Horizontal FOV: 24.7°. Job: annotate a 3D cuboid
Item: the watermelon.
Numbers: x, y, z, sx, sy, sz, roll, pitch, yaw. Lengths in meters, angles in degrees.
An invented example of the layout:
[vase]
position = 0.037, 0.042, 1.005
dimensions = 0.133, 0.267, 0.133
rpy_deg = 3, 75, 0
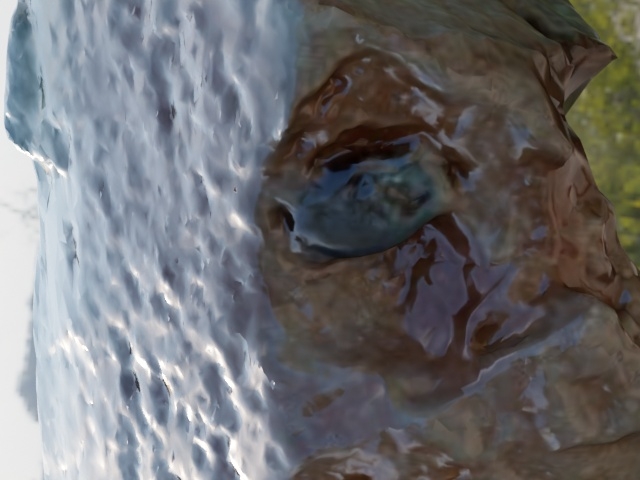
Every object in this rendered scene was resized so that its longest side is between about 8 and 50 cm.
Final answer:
[watermelon]
position = -0.016, -0.002, 0.449
dimensions = 0.302, 0.151, 0.264
rpy_deg = -127, 38, -61
